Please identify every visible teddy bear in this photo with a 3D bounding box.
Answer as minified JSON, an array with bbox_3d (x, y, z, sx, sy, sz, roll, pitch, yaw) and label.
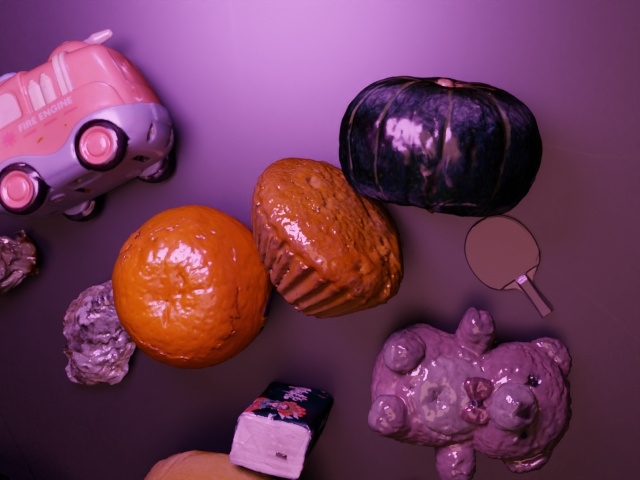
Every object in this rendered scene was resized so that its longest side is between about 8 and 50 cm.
[{"bbox_3d":[0.198,0.207,1.198,0.267,0.151,0.236,14,94,12],"label":"teddy bear"}]

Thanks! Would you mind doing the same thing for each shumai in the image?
[{"bbox_3d":[-0.460,0.033,1.327,0.087,0.124,0.099,-13,73,-27],"label":"shumai"}]

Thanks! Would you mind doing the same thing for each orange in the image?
[{"bbox_3d":[-0.171,0.062,1.219,0.219,0.193,0.219,-1,104,-4],"label":"orange"}]

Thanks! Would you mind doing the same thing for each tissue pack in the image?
[{"bbox_3d":[-0.050,0.255,1.234,0.103,0.170,0.090,14,96,8],"label":"tissue pack"}]

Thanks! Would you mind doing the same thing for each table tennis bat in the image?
[{"bbox_3d":[0.262,0.037,1.231,0.095,0.014,0.158,-37,89,11],"label":"table tennis bat"}]

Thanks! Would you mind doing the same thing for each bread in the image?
[{"bbox_3d":[0.002,-0.001,1.163,0.240,0.240,0.139,44,113,2],"label":"bread"},{"bbox_3d":[-0.147,0.407,1.239,0.270,0.148,0.270,12,131,15],"label":"bread"}]

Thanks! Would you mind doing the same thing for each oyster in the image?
[{"bbox_3d":[-0.322,0.131,1.322,0.125,0.064,0.177,8,101,4],"label":"oyster"}]

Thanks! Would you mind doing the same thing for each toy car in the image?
[{"bbox_3d":[-0.346,-0.154,1.234,0.270,0.180,0.212,-27,82,12],"label":"toy car"}]

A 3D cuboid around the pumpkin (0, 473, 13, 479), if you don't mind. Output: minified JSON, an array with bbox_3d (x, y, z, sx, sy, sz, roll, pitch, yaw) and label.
[{"bbox_3d":[-0.529,0.485,1.315,0.315,0.238,0.315,2,98,15],"label":"pumpkin"}]

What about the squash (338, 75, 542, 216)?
[{"bbox_3d":[0.146,-0.115,1.109,0.252,0.252,0.165,10,106,8],"label":"squash"}]
